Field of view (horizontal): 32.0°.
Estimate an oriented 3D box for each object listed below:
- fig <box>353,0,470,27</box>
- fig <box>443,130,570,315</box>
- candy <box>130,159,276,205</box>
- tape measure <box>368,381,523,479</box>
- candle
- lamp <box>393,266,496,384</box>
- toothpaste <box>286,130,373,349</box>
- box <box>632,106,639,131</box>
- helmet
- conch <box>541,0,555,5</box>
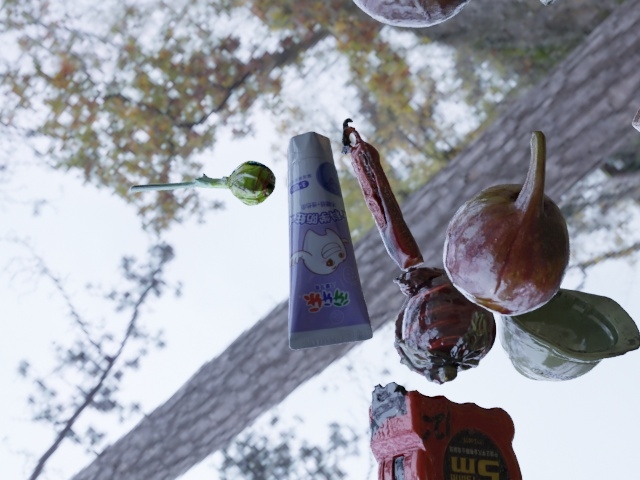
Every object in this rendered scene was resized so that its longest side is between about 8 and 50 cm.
[{"bbox_3d":[0.152,-0.466,1.841,0.214,0.235,0.235,0,-129,-57],"label":"fig"},{"bbox_3d":[0.245,-0.009,1.412,0.175,0.207,0.175,6,-123,-10],"label":"fig"},{"bbox_3d":[-0.151,-0.070,1.423,0.062,0.194,0.058,25,-117,-77],"label":"candy"},{"bbox_3d":[0.186,0.350,1.647,0.253,0.114,0.260,15,-118,-37],"label":"tape measure"},{"bbox_3d":[0.103,-0.081,1.960,0.059,0.084,0.301,-20,-99,-20],"label":"candle"},{"bbox_3d":[0.213,0.113,1.776,0.151,0.215,0.223,48,-150,-73],"label":"lamp"},{"bbox_3d":[0.000,0.000,1.743,0.080,0.125,0.371,82,-178,-60],"label":"toothpaste"},{"bbox_3d":[0.528,-0.219,1.734,0.048,0.115,0.025,27,-178,-38],"label":"box"},{"bbox_3d":[0.412,0.181,1.949,0.258,0.137,0.204,11,-148,-11],"label":"helmet"},{"bbox_3d":[0.319,-0.385,1.263,0.114,0.234,0.137,10,-113,-49],"label":"conch"}]
